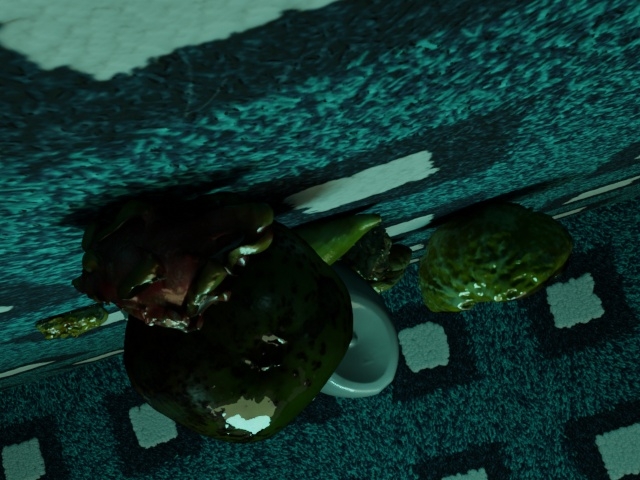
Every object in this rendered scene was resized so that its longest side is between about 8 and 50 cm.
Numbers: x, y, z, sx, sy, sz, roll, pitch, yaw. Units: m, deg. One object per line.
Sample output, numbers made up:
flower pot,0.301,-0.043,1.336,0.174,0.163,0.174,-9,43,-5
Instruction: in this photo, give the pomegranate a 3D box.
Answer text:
pomegranate,-0.123,0.091,0.920,0.285,0.284,0.341,-15,-161,-18

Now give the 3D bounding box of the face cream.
face cream,0.005,0.159,1.402,0.219,0.312,0.357,-39,-165,-10

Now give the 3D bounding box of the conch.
conch,0.000,0.004,1.144,0.201,0.079,0.095,-25,-168,-5

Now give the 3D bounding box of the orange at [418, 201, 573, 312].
orange,0.368,0.033,1.592,0.369,0.210,0.271,-20,-165,37

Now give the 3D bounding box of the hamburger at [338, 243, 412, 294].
hamburger,0.127,0.068,1.797,0.183,0.129,0.206,-20,-169,38

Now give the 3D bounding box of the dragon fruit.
dragon fruit,-0.138,0.015,0.694,0.208,0.150,0.133,-24,-159,7

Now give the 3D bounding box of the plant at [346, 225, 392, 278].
plant,0.073,0.023,1.323,0.122,0.104,0.116,-7,179,9

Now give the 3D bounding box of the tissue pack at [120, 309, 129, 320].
tissue pack,-0.259,0.103,1.279,0.170,0.071,0.325,-17,173,-10

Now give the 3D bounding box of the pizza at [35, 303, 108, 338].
pizza,-0.469,0.159,1.346,0.178,0.041,0.131,-22,170,37
